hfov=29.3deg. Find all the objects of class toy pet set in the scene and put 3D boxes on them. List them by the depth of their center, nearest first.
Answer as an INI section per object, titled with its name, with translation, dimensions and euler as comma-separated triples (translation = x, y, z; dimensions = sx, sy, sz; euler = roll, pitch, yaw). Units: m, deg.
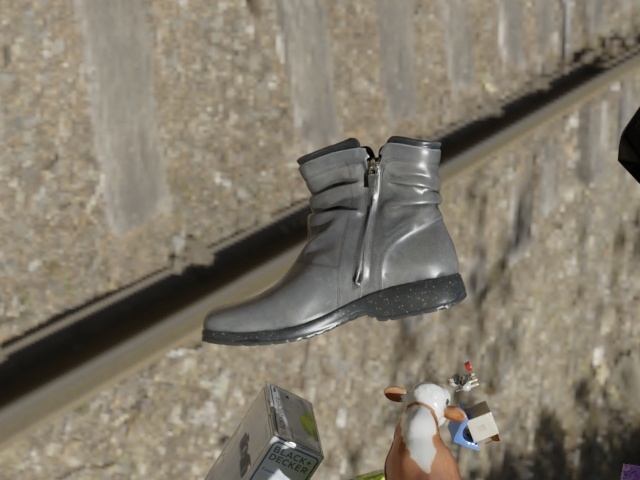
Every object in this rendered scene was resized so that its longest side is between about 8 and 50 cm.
[toy pet set]
translation = 0.214, 0.258, 1.779
dimensions = 0.114, 0.065, 0.122
euler = -105, 173, -68

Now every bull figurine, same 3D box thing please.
[bull figurine]
translation = 0.125, 0.311, 1.424
dimensions = 0.310, 0.101, 0.188
euler = -92, -179, -53

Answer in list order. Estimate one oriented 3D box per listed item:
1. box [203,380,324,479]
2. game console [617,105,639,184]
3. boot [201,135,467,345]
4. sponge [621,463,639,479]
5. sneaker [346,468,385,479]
[box]
translation = -0.111, 0.380, 1.857
dimensions = 0.290, 0.087, 0.169
euler = -59, -163, 15
[game console]
translation = 0.483, -0.055, 1.307
dimensions = 0.044, 0.361, 0.213
euler = -14, 144, -38
[boot]
translation = 0.000, 0.000, 1.496
dimensions = 0.118, 0.338, 0.222
euler = -25, 102, -84
[sponge]
translation = 0.555, 0.389, 1.834
dimensions = 0.117, 0.210, 0.031
euler = 71, 34, -57
[sneaker]
translation = 0.069, 0.398, 1.748
dimensions = 0.295, 0.109, 0.123
euler = 64, 6, -75
